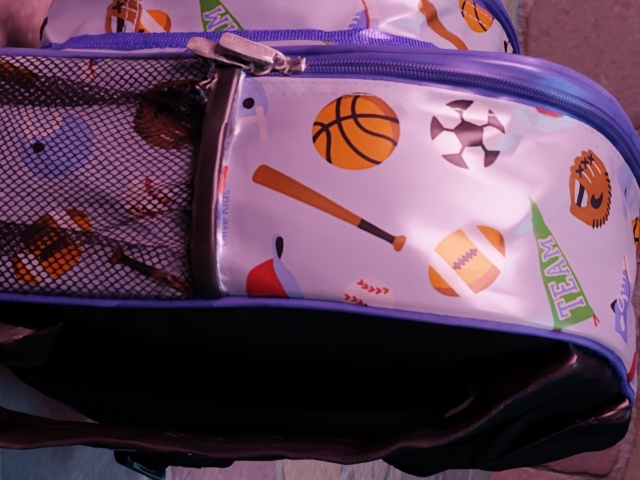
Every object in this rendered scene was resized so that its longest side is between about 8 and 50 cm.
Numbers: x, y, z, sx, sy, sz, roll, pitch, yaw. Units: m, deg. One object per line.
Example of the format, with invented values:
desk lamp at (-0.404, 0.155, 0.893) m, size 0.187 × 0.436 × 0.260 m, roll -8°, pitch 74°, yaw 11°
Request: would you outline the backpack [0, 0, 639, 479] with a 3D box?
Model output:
backpack at (0.000, 0.000, 0.679) m, size 0.276 × 0.263 × 0.213 m, roll 43°, pitch 56°, yaw -72°
